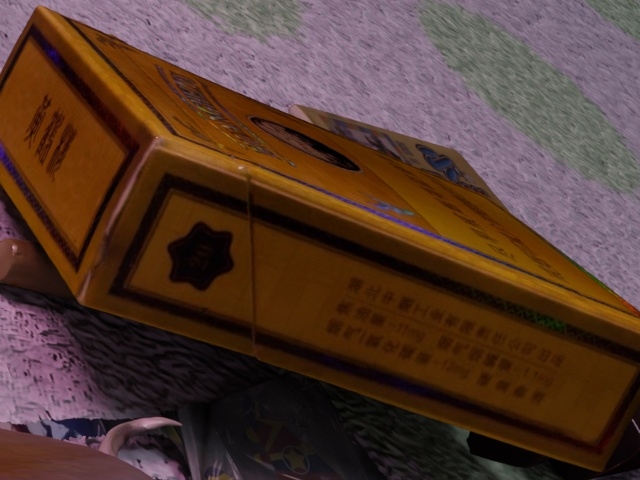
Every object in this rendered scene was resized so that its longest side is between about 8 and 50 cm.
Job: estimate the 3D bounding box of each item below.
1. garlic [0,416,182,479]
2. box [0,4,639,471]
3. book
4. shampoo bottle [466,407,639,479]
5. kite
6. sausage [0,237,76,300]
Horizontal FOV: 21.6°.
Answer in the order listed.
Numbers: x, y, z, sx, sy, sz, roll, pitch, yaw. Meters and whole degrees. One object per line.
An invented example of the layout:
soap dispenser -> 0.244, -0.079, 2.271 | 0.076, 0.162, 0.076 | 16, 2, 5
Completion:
garlic -> -0.091, 0.109, 0.545 | 0.266, 0.128, 0.148 | 14, 50, -58
box -> 0.000, 0.000, 0.816 | 0.301, 0.084, 0.193 | 21, 12, -32
book -> 0.081, -0.021, 1.145 | 0.192, 0.013, 0.168 | 10, 36, -51
shampoo bottle -> 0.170, 0.104, 0.983 | 0.236, 0.068, 0.067 | 1, 64, -56
kite -> -0.044, 0.107, 0.709 | 0.245, 0.015, 0.141 | 13, 37, -49
sausage -> -0.096, 0.021, 0.780 | 0.132, 0.024, 0.024 | 16, 32, -44
